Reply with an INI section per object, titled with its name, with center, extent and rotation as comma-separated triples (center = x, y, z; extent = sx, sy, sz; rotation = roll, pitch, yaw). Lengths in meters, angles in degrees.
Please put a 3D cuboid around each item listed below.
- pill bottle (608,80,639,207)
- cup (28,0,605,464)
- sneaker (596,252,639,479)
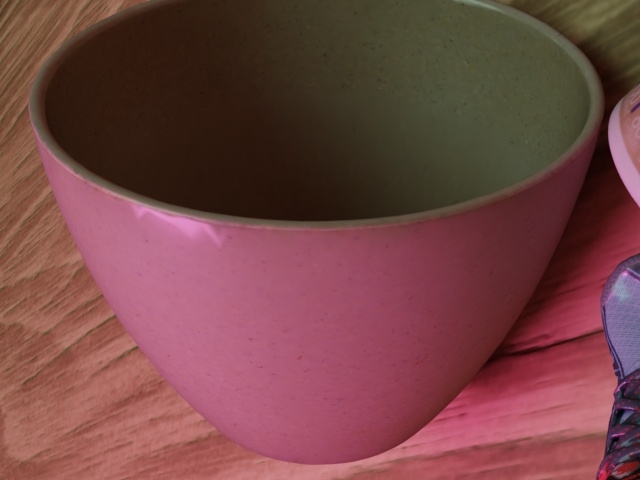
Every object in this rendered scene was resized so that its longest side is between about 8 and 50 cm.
[pill bottle]
center = 0.232, -0.078, 0.539
extent = 0.186, 0.112, 0.112
rotation = -48, 42, 41
[cup]
center = 0.000, 0.000, 0.759
extent = 0.331, 0.331, 0.236
rotation = -125, 28, -51
[sneaker]
center = 0.181, 0.104, 0.551
extent = 0.104, 0.125, 0.261
rotation = -51, 40, 38
